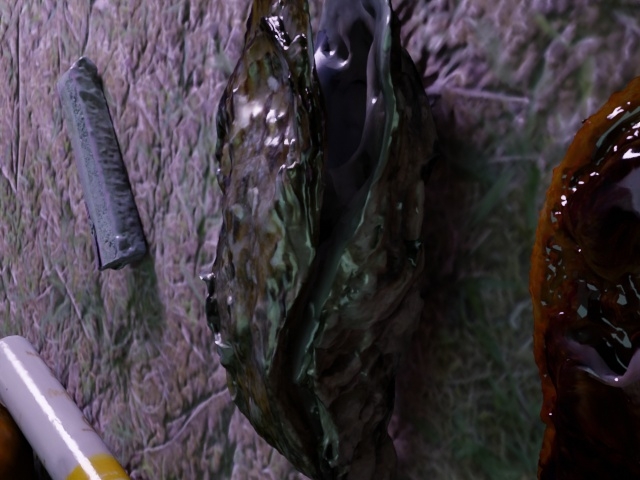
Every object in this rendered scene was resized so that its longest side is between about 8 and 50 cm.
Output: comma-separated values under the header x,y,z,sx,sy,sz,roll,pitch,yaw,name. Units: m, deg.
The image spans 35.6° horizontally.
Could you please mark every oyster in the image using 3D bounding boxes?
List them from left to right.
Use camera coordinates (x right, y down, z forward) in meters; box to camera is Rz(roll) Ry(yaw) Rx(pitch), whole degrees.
x,y,z,sx,sy,sz,roll,pitch,yaw,name
0.001,0.005,0.618,0.162,0.158,0.350,-83,-14,-84,oyster

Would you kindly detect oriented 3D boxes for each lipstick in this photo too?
x,y,z,sx,sy,sz,roll,pitch,yaw,name
-0.252,0.184,0.957,0.264,0.059,0.059,40,120,41,lipstick

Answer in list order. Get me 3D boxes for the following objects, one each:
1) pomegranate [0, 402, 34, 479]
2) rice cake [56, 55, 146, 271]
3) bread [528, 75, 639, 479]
x,y,z,sx,sy,sz,roll,pitch,yaw,name
-0.404,0.256,1.005,0.248,0.248,0.248,3,93,49,pomegranate
-0.204,-0.072,0.910,0.043,0.034,0.210,-35,66,40,rice cake
0.165,0.045,0.463,0.139,0.095,0.268,20,121,49,bread
